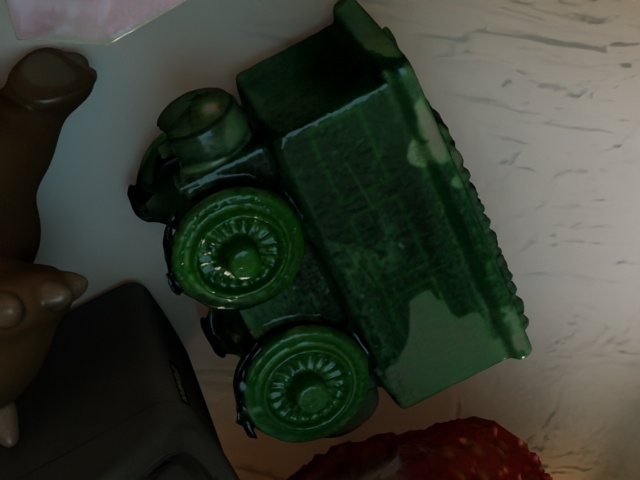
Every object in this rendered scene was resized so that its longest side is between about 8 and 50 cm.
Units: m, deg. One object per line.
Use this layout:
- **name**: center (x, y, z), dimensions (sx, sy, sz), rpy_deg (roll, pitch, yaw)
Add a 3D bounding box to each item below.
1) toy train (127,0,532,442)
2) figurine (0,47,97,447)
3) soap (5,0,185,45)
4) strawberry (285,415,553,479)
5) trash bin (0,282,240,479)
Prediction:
- **toy train**: center (0.000, 0.000, 1.204), dimensions (0.202, 0.145, 0.266), rpy_deg (-27, 120, -2)
- **figurine**: center (-0.227, 0.006, 1.137), dimensions (0.177, 0.173, 0.247), rpy_deg (19, 112, -21)
- **soap**: center (-0.097, -0.286, 1.050), dimensions (0.208, 0.115, 0.347), rpy_deg (4, 116, -14)
- **strawberry**: center (0.057, 0.264, 1.271), dimensions (0.312, 0.267, 0.351), rpy_deg (-14, 137, -1)
- **trash bin**: center (-0.149, 0.141, 1.187), dimensions (0.177, 0.236, 0.101), rpy_deg (-29, 119, 3)
